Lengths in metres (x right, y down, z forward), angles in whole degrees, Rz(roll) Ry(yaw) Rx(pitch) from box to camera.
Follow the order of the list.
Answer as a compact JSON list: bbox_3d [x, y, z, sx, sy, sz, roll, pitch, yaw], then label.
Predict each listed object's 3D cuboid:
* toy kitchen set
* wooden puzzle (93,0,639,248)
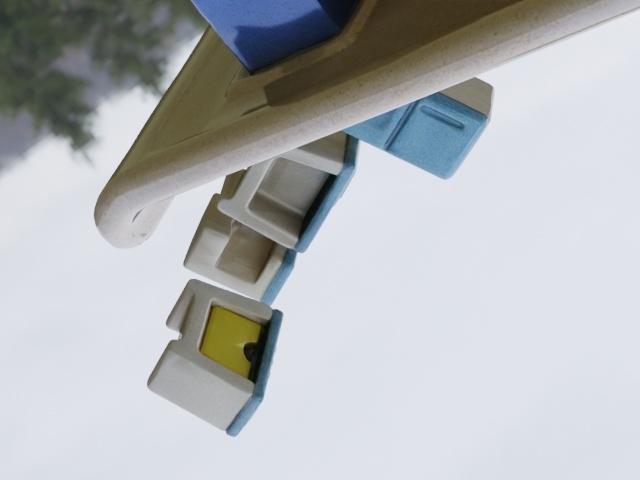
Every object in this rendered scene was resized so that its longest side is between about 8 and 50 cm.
[{"bbox_3d":[0.000,0.000,1.124,0.166,0.122,0.207,-77,-165,-50],"label":"toy kitchen set"},{"bbox_3d":[0.067,-0.169,0.728,0.348,0.080,0.322,-25,-153,39],"label":"wooden puzzle"}]
